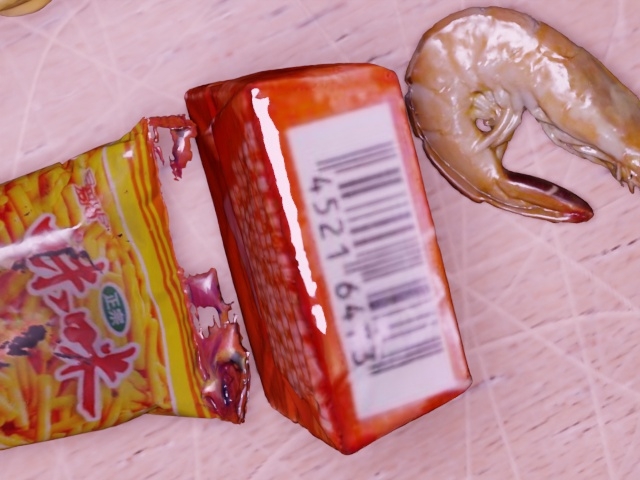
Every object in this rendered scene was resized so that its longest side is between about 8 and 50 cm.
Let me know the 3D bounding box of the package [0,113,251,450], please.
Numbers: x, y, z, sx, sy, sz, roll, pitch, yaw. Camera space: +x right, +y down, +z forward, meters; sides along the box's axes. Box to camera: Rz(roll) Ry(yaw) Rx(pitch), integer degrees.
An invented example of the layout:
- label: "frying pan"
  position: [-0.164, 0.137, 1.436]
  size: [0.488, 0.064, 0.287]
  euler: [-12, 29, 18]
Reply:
- label: "package"
  position: [-0.204, 0.044, 1.254]
  size: [0.288, 0.108, 0.223]
  euler: [-13, 108, -6]

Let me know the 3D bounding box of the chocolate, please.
- label: "chocolate"
  position: [0.000, 0.000, 1.203]
  size: [0.108, 0.235, 0.237]
  euler: [-17, 96, -13]

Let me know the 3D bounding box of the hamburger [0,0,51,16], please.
- label: "hamburger"
  position: [-0.230, -0.272, 1.160]
  size: [0.276, 0.237, 0.276]
  euler: [0, 106, -1]

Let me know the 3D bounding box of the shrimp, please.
- label: "shrimp"
  position: [0.162, -0.068, 1.284]
  size: [0.236, 0.053, 0.133]
  euler: [34, 98, -6]
